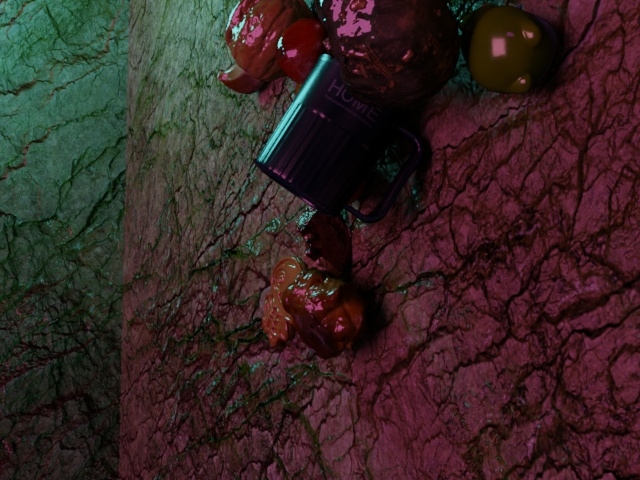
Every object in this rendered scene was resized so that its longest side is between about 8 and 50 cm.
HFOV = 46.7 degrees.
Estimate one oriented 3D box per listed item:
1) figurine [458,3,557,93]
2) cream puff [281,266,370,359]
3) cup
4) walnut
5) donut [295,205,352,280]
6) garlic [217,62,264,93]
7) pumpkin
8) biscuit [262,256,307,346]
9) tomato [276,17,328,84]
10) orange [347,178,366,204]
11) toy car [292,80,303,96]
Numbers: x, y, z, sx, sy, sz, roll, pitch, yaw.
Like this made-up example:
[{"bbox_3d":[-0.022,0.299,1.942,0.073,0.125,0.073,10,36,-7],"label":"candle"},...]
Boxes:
[{"bbox_3d":[0.332,-0.363,1.384,0.263,0.143,0.162,-124,39,-58],"label":"figurine"},{"bbox_3d":[0.016,0.184,1.806,0.268,0.155,0.241,4,129,49],"label":"cream puff"},{"bbox_3d":[0.044,-0.210,1.673,0.292,0.307,0.242,-55,21,-1],"label":"cup"},{"bbox_3d":[-0.132,-0.570,2.032,0.225,0.256,0.257,-79,12,-57],"label":"walnut"},{"bbox_3d":[0.008,0.006,1.904,0.187,0.144,0.126,52,157,-15],"label":"donut"},{"bbox_3d":[-0.221,-0.515,2.247,0.198,0.128,0.091,-19,57,59],"label":"garlic"},{"bbox_3d":[0.128,-0.417,1.412,0.257,0.291,0.328,-18,80,10],"label":"pumpkin"},{"bbox_3d":[-0.106,0.178,2.138,0.289,0.044,0.202,-61,42,34],"label":"biscuit"},{"bbox_3d":[-0.054,-0.448,1.747,0.139,0.091,0.159,58,133,31],"label":"tomato"},{"bbox_3d":[0.050,-0.150,1.826,0.135,0.117,0.136,40,143,39],"label":"orange"},{"bbox_3d":[-0.008,-0.448,1.889,0.235,0.145,0.235,5,96,55],"label":"toy car"}]
